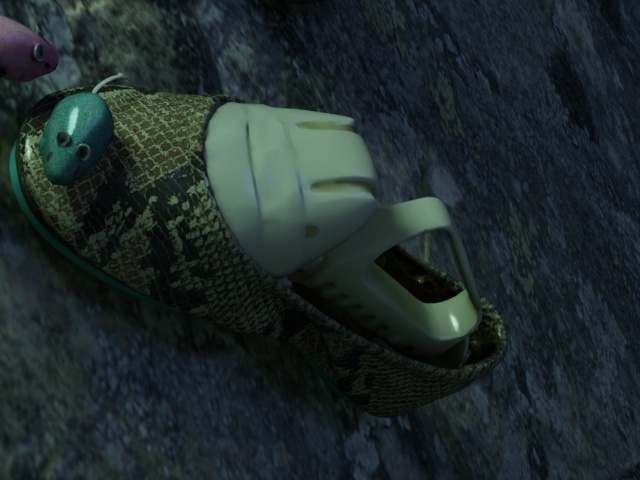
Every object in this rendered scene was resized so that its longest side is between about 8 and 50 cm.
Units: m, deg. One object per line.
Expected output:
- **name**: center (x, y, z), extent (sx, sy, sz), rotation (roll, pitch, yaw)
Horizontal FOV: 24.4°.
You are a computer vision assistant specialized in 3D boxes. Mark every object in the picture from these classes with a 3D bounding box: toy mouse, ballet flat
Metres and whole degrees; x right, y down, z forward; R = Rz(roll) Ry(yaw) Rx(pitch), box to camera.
- **toy mouse**: center (-0.169, -0.089, 0.875), extent (0.143, 0.031, 0.161), rotation (-18, 69, -36)
- **ballet flat**: center (0.000, 0.000, 1.053), extent (0.483, 0.182, 0.164), rotation (36, 43, -51)

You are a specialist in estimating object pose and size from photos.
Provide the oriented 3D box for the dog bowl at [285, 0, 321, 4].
- **dog bowl**: center (-0.031, -0.375, 1.347), extent (0.349, 0.102, 0.349), rotation (44, 37, -46)
